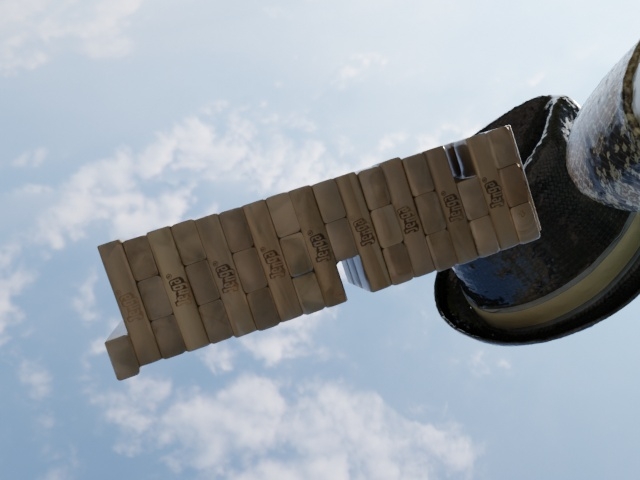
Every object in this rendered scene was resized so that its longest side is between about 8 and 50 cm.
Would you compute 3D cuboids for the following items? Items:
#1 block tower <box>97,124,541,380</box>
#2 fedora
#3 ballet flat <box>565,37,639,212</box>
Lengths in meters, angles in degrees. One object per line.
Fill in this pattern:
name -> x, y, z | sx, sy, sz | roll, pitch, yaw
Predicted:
block tower -> 0.000, 0.000, 0.495 | 0.336, 0.091, 0.097 | -19, -86, -8
fedora -> 0.238, -0.048, 0.738 | 0.334, 0.152, 0.334 | -32, -149, 22
ballet flat -> 0.318, -0.110, 0.314 | 0.483, 0.182, 0.164 | -2, -104, 48
